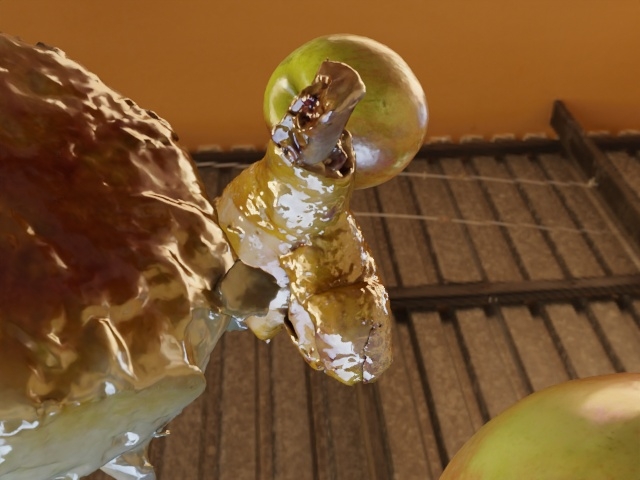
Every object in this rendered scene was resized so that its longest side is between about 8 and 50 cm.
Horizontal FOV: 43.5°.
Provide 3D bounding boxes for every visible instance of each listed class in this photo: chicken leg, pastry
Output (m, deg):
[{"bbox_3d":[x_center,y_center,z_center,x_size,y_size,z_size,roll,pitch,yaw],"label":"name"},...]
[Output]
[{"bbox_3d":[0.000,0.000,0.842,0.182,0.409,0.295,-16,-117,-24],"label":"chicken leg"},{"bbox_3d":[-0.202,0.001,0.458,0.329,0.136,0.330,24,-141,-21],"label":"pastry"}]

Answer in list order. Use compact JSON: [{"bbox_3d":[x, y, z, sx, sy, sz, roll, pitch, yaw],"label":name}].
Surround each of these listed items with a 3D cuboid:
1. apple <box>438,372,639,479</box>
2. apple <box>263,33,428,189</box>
[{"bbox_3d":[0.225,0.252,0.561,0.277,0.319,0.319,-3,-146,-19],"label":"apple"},{"bbox_3d":[0.027,-0.161,0.994,0.196,0.196,0.196,0,-145,0],"label":"apple"}]
